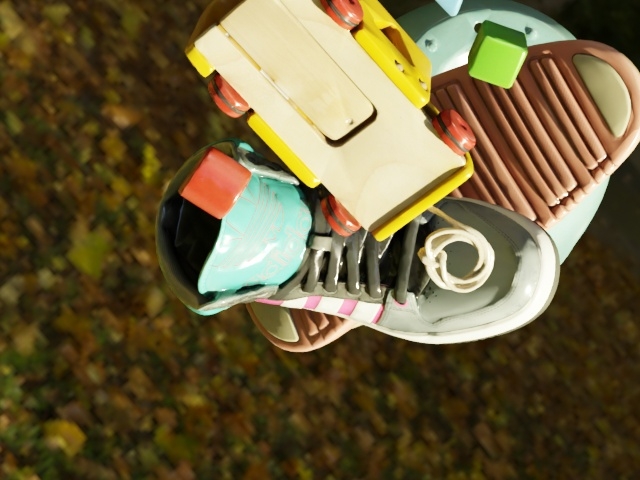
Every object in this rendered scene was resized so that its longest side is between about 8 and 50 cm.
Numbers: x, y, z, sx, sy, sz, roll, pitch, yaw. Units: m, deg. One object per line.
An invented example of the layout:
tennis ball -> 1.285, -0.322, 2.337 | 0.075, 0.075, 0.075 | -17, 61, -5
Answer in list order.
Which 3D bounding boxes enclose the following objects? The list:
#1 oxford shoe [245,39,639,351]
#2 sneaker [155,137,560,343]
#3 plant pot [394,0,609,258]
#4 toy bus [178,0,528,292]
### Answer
oxford shoe -> 0.104, -0.043, 1.168 | 0.146, 0.397, 0.140 | -16, 80, -49
sneaker -> 0.000, 0.000, 1.035 | 0.178, 0.295, 0.124 | 11, 85, -56
plant pot -> 0.140, -0.093, 1.390 | 0.293, 0.293, 0.235 | 52, -11, 5
toy bus -> 0.019, -0.089, 0.892 | 0.191, 0.202, 0.104 | 7, 30, 2
